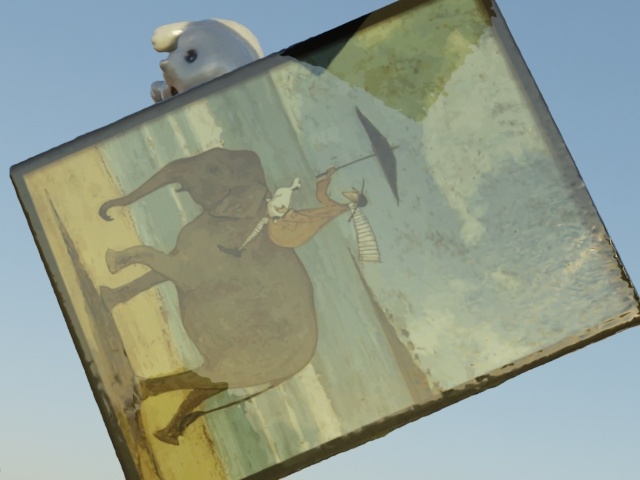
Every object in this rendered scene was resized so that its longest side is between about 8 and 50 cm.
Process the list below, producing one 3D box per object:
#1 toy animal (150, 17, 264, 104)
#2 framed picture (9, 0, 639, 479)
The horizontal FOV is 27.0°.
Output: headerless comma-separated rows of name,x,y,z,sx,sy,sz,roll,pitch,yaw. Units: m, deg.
toy animal,-0.106,-0.149,1.310,0.130,0.104,0.221,17,18,-16
framed picture,0.000,0.000,0.861,0.347,0.265,0.016,-22,-13,-2
